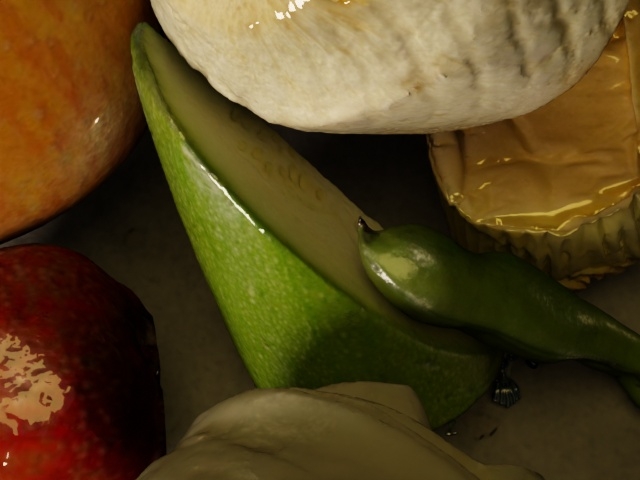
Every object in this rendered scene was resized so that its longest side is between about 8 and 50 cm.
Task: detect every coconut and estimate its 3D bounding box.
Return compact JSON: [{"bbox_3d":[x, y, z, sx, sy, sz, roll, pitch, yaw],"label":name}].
[{"bbox_3d":[0.047,-0.201,0.801,0.328,0.329,0.329,-1,67,3],"label":"coconut"}]

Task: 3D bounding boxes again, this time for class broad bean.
[{"bbox_3d":[0.149,0.063,0.836,0.318,0.056,0.098,33,36,-20],"label":"broad bean"}]

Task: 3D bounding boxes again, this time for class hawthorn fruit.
[{"bbox_3d":[-0.220,0.117,0.841,0.249,0.215,0.215,-24,68,-2],"label":"hawthorn fruit"}]

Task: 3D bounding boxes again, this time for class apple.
[{"bbox_3d":[-0.289,-0.183,0.866,0.400,0.333,0.400,-5,41,4],"label":"apple"}]

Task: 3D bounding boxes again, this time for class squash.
[{"bbox_3d":[0.000,0.000,0.811,0.203,0.289,0.111,-5,34,13],"label":"squash"}]

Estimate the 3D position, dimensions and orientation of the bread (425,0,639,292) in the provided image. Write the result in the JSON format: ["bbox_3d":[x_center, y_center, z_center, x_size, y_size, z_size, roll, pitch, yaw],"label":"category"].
[{"bbox_3d":[0.164,-0.084,0.932,0.179,0.133,0.250,-8,61,3],"label":"bread"}]

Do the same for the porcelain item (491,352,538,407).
[{"bbox_3d":[0.130,0.085,0.925,0.136,0.021,0.075,-7,71,1],"label":"porcelain item"}]

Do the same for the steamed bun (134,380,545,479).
[{"bbox_3d":[0.040,0.207,0.726,0.324,0.310,0.219,22,65,9],"label":"steamed bun"}]
